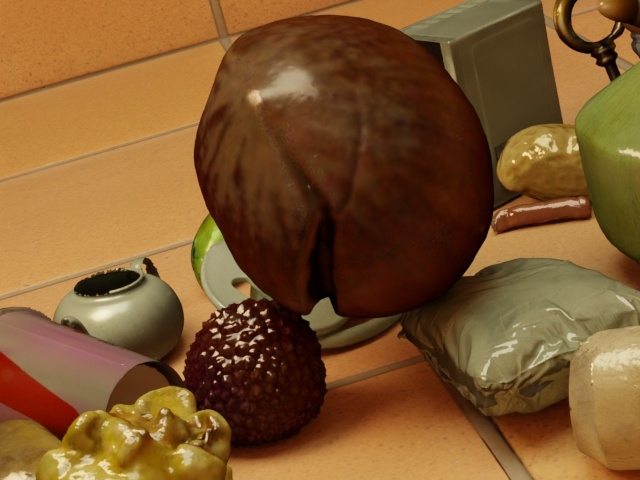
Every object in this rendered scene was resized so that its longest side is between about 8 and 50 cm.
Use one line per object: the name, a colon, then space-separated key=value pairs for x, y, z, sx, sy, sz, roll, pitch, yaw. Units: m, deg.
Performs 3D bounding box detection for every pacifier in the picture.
pacifier: x=0.000 y=0.000 z=2.056 sx=0.288 sy=0.269 sz=0.343 roll=30 pitch=47 yaw=26

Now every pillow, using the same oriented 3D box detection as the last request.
pillow: x=0.264 y=0.109 z=1.782 sx=0.283 sy=0.138 sz=0.310 roll=-16 pitch=16 yaw=-14

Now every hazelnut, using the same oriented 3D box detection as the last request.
hazelnut: x=0.015 y=-0.090 z=1.778 sx=0.359 sy=0.359 sz=0.409 roll=-19 pitch=46 yaw=-12

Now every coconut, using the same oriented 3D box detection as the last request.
coconut: x=0.355 y=0.168 z=1.571 sx=0.162 sy=0.161 sz=0.161 roll=-5 pitch=24 yaw=14
coconut: x=0.488 y=-0.117 z=1.939 sx=0.281 sy=0.328 sz=0.328 roll=2 pitch=27 yaw=32

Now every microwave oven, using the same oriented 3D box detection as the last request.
microwave oven: x=0.257 y=-0.228 z=2.379 sx=0.237 sy=0.295 sz=0.181 roll=-28 pitch=25 yaw=-30

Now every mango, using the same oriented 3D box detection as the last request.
mango: x=-0.133 y=-0.006 z=2.328 sx=0.111 sy=0.125 sz=0.233 roll=4 pitch=51 yaw=40

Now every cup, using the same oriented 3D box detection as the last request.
cup: x=-0.313 y=0.198 z=1.836 sx=0.288 sy=0.203 sz=0.203 roll=6 pitch=30 yaw=42

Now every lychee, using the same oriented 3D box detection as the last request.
lychee: x=-0.085 y=0.162 z=1.818 sx=0.188 sy=0.188 sz=0.188 roll=-12 pitch=22 yaw=5

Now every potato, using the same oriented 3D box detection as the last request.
potato: x=-0.378 y=0.300 z=1.691 sx=0.191 sy=0.141 sz=0.296 roll=-50 pitch=22 yaw=-15

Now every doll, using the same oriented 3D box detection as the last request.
doll: x=0.577 y=-0.321 z=2.404 sx=0.318 sy=0.339 sz=0.209 roll=-22 pitch=24 yaw=14

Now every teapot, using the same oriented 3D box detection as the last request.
teapot: x=-0.298 y=0.111 z=2.118 sx=0.193 sy=0.129 sz=0.294 roll=-4 pitch=21 yaw=19

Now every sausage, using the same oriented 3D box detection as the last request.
sausage: x=0.339 y=-0.042 z=2.231 sx=0.158 sy=0.036 sz=0.042 roll=-10 pitch=15 yaw=11

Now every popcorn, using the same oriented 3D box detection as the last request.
popcorn: x=-0.191 y=0.285 z=1.497 sx=0.215 sy=0.252 sz=0.286 roll=-2 pitch=15 yaw=21

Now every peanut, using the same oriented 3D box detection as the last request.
peanut: x=0.428 y=-0.136 z=2.274 sx=0.306 sy=0.147 sz=0.147 roll=-18 pitch=22 yaw=-3
